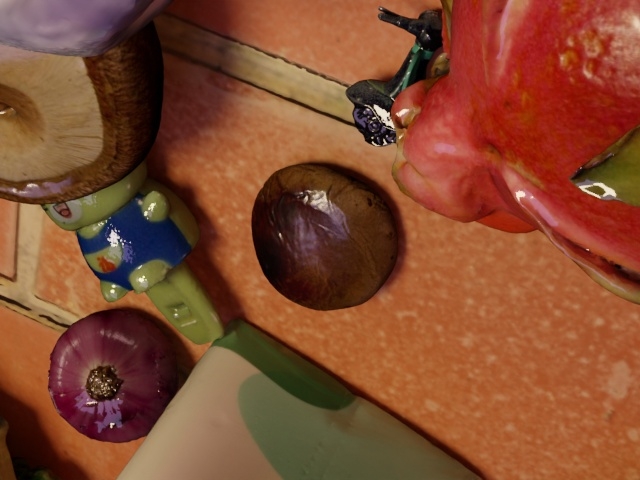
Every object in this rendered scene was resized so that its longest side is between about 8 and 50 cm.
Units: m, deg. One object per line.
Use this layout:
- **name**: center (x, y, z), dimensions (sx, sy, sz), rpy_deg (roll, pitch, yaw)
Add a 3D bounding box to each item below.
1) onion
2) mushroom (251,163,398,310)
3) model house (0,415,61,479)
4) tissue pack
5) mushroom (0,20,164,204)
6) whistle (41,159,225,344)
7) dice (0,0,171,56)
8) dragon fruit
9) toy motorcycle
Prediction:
- **onion**: center (-0.178, 0.117, 1.084), dimensions (0.115, 0.104, 0.115), rpy_deg (0, 91, -5)
- **mushroom**: center (0.000, 0.000, 0.939), dimensions (0.123, 0.052, 0.123), rpy_deg (10, 126, 14)
- **model house**: center (-0.420, 0.208, 1.209), dimensions (0.321, 0.261, 0.266), rpy_deg (-19, 89, 17)
- **tissue pack**: center (-0.053, 0.267, 0.960), dimensions (0.266, 0.356, 0.194), rpy_deg (32, 128, 2)
- **mushroom**: center (-0.198, -0.127, 0.847), dimensions (0.194, 0.138, 0.231), rpy_deg (26, 140, -33)
- **whistle**: center (-0.151, -0.007, 0.984), dimensions (0.105, 0.085, 0.227), rpy_deg (-18, 115, 38)
- **dice**: center (-0.120, -0.282, 0.645), dimensions (0.270, 0.270, 0.271), rpy_deg (43, 130, -8)
- **dragon fruit**: center (0.156, -0.116, 0.625), dimensions (0.225, 0.305, 0.306), rpy_deg (9, 127, 23)
- **toy motorcycle**: center (0.101, -0.091, 0.821), dimensions (0.173, 0.058, 0.100), rpy_deg (17, 122, 12)
